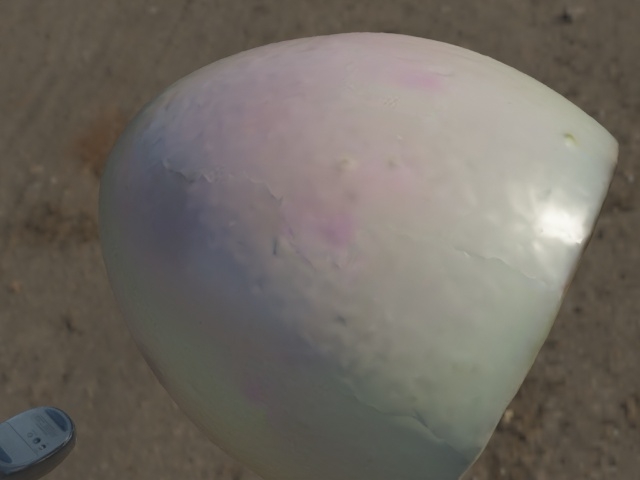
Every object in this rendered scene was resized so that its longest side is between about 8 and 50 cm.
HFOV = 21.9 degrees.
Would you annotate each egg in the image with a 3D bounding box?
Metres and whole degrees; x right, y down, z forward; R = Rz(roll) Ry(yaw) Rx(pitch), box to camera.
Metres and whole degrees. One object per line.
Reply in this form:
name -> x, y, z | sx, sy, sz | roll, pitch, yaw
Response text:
egg -> 0.000, 0.000, 1.226 | 0.340, 0.354, 0.354 | 27, 45, 2

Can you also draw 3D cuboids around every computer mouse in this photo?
computer mouse -> -0.269, 0.193, 1.514 | 0.096, 0.039, 0.066 | -28, 53, -30
